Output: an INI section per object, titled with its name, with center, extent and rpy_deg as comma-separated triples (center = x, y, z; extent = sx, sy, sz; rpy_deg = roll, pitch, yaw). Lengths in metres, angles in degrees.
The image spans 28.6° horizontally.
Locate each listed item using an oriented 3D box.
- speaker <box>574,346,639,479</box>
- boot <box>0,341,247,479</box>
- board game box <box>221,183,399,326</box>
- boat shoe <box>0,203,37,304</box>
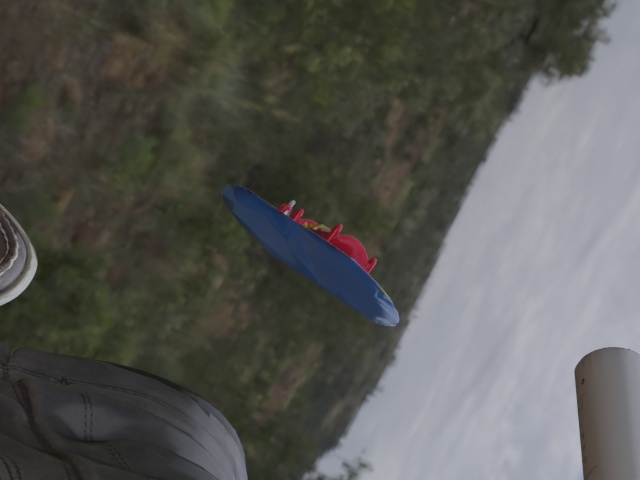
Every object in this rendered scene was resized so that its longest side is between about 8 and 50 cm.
[speaker]
center = 0.209, 0.143, 0.881
extent = 0.136, 0.055, 0.055
rpy_deg = -83, -166, -47
[boot]
center = -0.022, 0.103, 0.359
extent = 0.223, 0.338, 0.118
rpy_deg = -119, -127, -78
[board game box]
center = 0.000, 0.000, 0.959
extent = 0.033, 0.168, 0.133
rpy_deg = -52, 161, -14
[boat shoe]
center = -0.379, -0.058, 1.045
extent = 0.116, 0.324, 0.097
rpy_deg = -51, 167, -24
